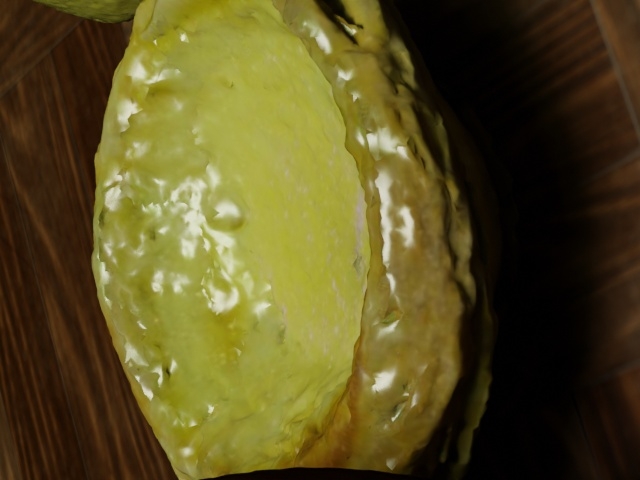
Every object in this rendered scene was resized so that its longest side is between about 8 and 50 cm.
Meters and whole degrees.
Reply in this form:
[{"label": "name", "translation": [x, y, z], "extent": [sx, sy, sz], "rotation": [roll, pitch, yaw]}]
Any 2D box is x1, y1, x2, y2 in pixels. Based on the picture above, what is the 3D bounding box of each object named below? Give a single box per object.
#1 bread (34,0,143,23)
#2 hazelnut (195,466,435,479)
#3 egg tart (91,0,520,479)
[{"label": "bread", "translation": [-0.120, -0.247, 0.846], "extent": [0.270, 0.148, 0.270], "rotation": [-34, 47, 46]}, {"label": "hazelnut", "translation": [-0.018, 0.301, 0.626], "extent": [0.402, 0.402, 0.429], "rotation": [62, 139, 25]}, {"label": "egg tart", "translation": [0.000, 0.000, 0.790], "extent": [0.294, 0.123, 0.294], "rotation": [10, 103, 53]}]
